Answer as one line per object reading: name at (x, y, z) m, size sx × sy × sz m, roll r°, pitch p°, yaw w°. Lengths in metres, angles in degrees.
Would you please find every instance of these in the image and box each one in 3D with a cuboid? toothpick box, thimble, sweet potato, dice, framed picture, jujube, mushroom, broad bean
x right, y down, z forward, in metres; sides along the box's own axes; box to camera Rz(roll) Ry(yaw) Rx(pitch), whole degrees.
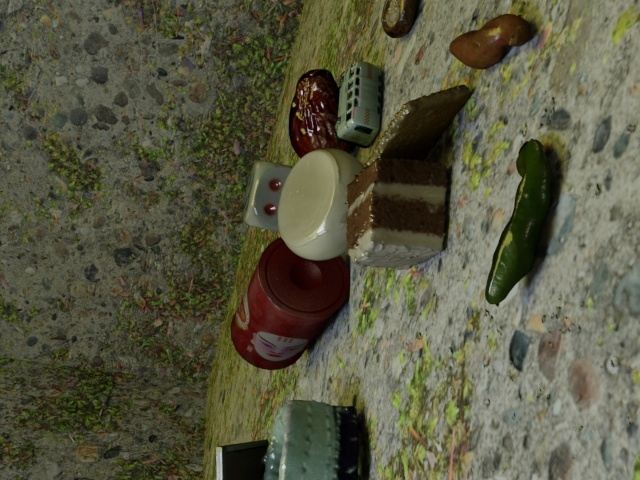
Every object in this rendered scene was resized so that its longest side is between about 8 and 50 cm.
toothpick box at (-0.080, 0.150, 1.510) m, size 0.333 × 0.204 × 0.204 m, roll 120°, pitch 157°, yaw -57°
thimble at (-0.018, 0.398, 1.161) m, size 0.237 × 0.150 × 0.237 m, roll -169°, pitch 90°, yaw -80°
sweet potato at (0.224, -0.264, 0.892) m, size 0.055 × 0.058 × 0.202 m, roll -37°, pitch 15°, yaw -9°
dice at (-0.114, -0.122, 1.893) m, size 0.194 × 0.193 × 0.191 m, roll -160°, pitch 80°, yaw -76°
framed picture at (-0.106, 0.490, 1.261) m, size 0.289 × 0.016 × 0.213 m, roll 19°, pitch -115°, yaw -60°
jujube at (0.001, -0.288, 1.544) m, size 0.168 × 0.168 × 0.236 m, roll -97°, pitch -3°, yaw -53°
mushroom at (0.161, -0.467, 1.315) m, size 0.123 × 0.052 × 0.123 m, roll -177°, pitch 90°, yaw -77°
broad bean at (0.221, -0.024, 0.716) m, size 0.061 × 0.046 × 0.195 m, roll 108°, pitch 175°, yaw -81°

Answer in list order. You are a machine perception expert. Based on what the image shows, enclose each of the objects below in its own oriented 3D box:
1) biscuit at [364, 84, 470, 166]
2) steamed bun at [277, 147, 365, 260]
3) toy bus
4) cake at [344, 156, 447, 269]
biscuit at (0.134, -0.150, 1.026) m, size 0.026 × 0.131 × 0.237 m, roll 60°, pitch 151°, yaw 17°
steamed bun at (0.023, -0.068, 1.347) m, size 0.232 × 0.145 × 0.231 m, roll -25°, pitch 57°, yaw 46°
toy bus at (0.088, -0.304, 1.435) m, size 0.089 × 0.087 × 0.193 m, roll 139°, pitch 141°, yaw -58°
cake at (0.116, -0.036, 1.005) m, size 0.135 × 0.135 × 0.147 m, roll 133°, pitch 137°, yaw -67°
